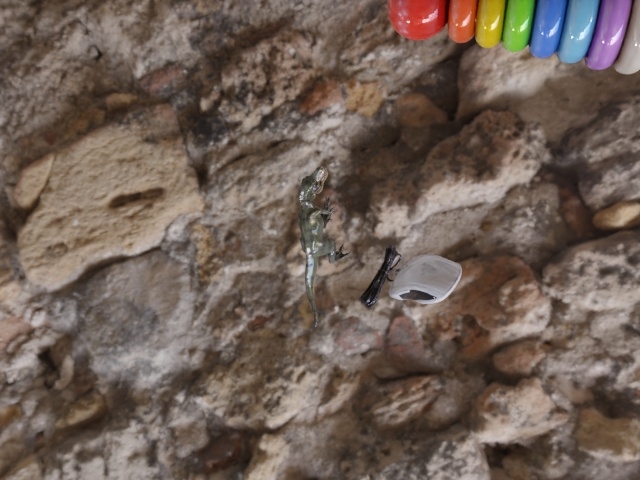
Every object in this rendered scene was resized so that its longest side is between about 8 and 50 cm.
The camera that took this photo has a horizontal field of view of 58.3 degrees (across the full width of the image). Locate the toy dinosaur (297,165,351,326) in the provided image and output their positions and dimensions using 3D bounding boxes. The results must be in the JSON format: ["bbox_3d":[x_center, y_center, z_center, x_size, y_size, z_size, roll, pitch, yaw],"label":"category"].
[{"bbox_3d":[0.000,0.000,0.984,0.064,0.268,0.118,5,-162,26],"label":"toy dinosaur"}]

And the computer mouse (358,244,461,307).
[{"bbox_3d":[0.120,0.046,0.793,0.106,0.042,0.193,-54,-163,-19],"label":"computer mouse"}]

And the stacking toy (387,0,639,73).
[{"bbox_3d":[0.250,-0.295,0.746,0.330,0.141,0.141,7,172,15],"label":"stacking toy"}]
